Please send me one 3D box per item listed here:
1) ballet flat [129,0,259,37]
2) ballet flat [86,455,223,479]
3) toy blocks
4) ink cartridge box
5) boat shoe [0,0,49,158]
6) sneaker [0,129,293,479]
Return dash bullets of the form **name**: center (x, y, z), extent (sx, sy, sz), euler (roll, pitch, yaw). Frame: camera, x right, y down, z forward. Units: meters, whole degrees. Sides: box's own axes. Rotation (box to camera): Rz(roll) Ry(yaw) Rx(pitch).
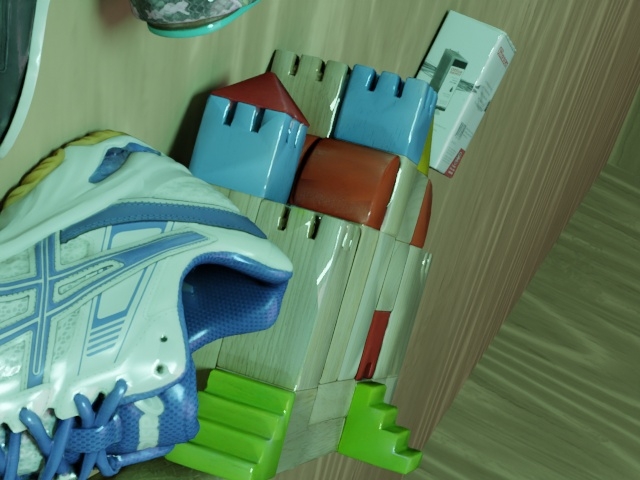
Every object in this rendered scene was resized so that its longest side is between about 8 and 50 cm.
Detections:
- **ballet flat**: center (-0.023, -0.164, 0.613), extent (0.221, 0.077, 0.079), euler (-41, 135, -53)
- **ballet flat**: center (-0.185, 0.225, 0.617), extent (0.342, 0.116, 0.124), euler (-44, 147, -10)
- **toy blocks**: center (0.000, 0.000, 0.818), extent (0.381, 0.191, 0.261), euler (16, 90, -75)
- **ink cartridge box**: center (0.120, -0.133, 1.150), extent (0.135, 0.056, 0.099), euler (-63, 165, 4)
- **boat shoe**: center (-0.119, -0.088, 0.467), extent (0.046, 0.038, 0.125), euler (-110, -143, -49)
- **sneaker**: center (-0.121, 0.058, 0.537), extent (0.296, 0.131, 0.112), euler (-47, 161, -41)
